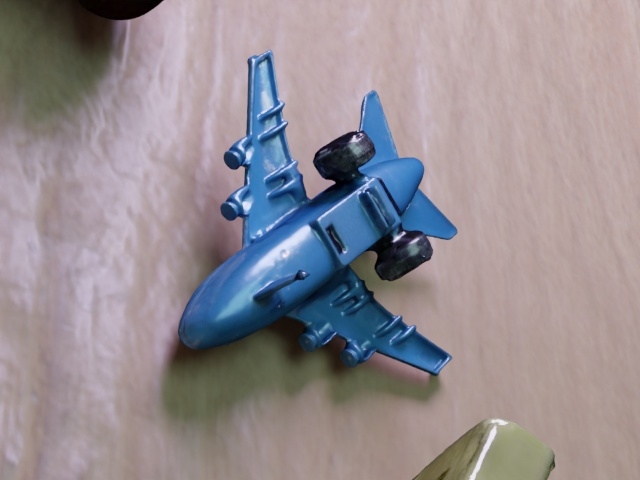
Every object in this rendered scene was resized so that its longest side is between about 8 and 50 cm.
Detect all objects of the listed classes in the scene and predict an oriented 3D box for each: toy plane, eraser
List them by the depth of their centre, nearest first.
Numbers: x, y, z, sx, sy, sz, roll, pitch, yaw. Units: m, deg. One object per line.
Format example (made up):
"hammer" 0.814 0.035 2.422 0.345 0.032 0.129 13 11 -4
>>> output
"eraser" 0.069 0.192 0.999 0.058 0.117 0.172 38 41 -3
"toy plane" 0.000 0.000 1.112 0.254 0.105 0.271 59 36 -7

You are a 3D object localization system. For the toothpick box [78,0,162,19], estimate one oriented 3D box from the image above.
"toothpick box" -0.196 -0.258 1.088 0.294 0.192 0.192 11 52 -28
